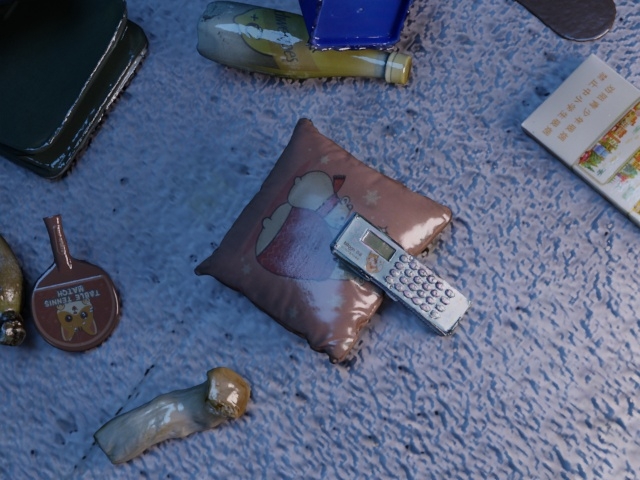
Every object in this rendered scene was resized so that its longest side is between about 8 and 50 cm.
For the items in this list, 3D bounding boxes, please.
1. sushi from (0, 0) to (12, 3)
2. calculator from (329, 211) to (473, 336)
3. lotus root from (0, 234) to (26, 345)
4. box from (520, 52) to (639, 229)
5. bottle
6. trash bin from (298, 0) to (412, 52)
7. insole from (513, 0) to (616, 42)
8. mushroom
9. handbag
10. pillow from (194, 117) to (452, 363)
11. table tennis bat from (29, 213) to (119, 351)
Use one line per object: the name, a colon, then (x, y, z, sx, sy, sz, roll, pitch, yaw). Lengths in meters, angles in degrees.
sushi: (-0.521, -0.354, 1.810, 0.359, 0.064, 0.343, -15, 43, -2)
calculator: (0.090, 0.040, 1.509, 0.172, 0.018, 0.057, 38, 79, -8)
lotus root: (-0.418, 0.057, 1.683, 0.192, 0.088, 0.113, 50, 122, 31)
box: (0.345, -0.104, 1.522, 0.122, 0.032, 0.220, -44, 62, -2)
bottle: (-0.019, -0.238, 1.670, 0.269, 0.083, 0.083, 12, 74, 14)
trash bin: (0.041, -0.356, 1.626, 0.184, 0.162, 0.235, -3, 61, -12)
insole: (0.235, -0.349, 1.668, 0.111, 0.007, 0.328, -46, 63, -1)
mushroom: (-0.178, 0.206, 1.569, 0.202, 0.054, 0.059, -23, 66, 14)
handbag: (-0.387, -0.233, 1.793, 0.260, 0.079, 0.248, 24, 77, 28)
pillow: (0.000, 0.000, 1.566, 0.223, 0.084, 0.236, 36, 83, 19)
table tennis bat: (-0.313, 0.052, 1.697, 0.107, 0.119, 0.170, -14, 92, -8)
